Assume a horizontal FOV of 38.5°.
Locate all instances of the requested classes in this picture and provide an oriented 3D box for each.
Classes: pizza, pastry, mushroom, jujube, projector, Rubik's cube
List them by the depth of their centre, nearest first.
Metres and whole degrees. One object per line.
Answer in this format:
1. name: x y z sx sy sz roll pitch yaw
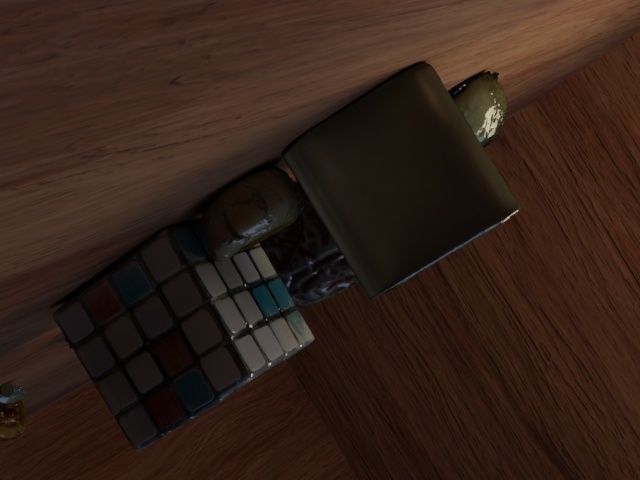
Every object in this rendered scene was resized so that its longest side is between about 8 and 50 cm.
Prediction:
1. pastry: -0.103 -0.039 1.328 0.165 0.088 0.166 -32 176 -3
2. projector: 0.120 -0.082 1.340 0.248 0.249 0.248 -32 175 7
3. Rubik's cube: -0.206 0.133 1.440 0.253 0.259 0.256 -34 176 22
4. jujube: 0.000 0.000 1.738 0.317 0.226 0.226 -27 179 32
5. mushroom: 0.271 -0.211 1.830 0.247 0.130 0.344 -26 175 -20
6. pizza: -0.708 0.389 2.037 0.058 0.127 0.246 -54 168 -1

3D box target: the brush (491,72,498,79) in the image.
1. brush: 0.351 -0.328 1.848 0.024 0.008 0.083 -36 175 14

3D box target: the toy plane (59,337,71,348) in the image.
1. toy plane: -0.455 0.189 1.825 0.078 0.053 0.197 -23 -179 3

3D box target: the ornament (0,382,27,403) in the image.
1. ornament: -0.678 0.334 2.000 0.068 0.041 0.092 -2 166 -41
